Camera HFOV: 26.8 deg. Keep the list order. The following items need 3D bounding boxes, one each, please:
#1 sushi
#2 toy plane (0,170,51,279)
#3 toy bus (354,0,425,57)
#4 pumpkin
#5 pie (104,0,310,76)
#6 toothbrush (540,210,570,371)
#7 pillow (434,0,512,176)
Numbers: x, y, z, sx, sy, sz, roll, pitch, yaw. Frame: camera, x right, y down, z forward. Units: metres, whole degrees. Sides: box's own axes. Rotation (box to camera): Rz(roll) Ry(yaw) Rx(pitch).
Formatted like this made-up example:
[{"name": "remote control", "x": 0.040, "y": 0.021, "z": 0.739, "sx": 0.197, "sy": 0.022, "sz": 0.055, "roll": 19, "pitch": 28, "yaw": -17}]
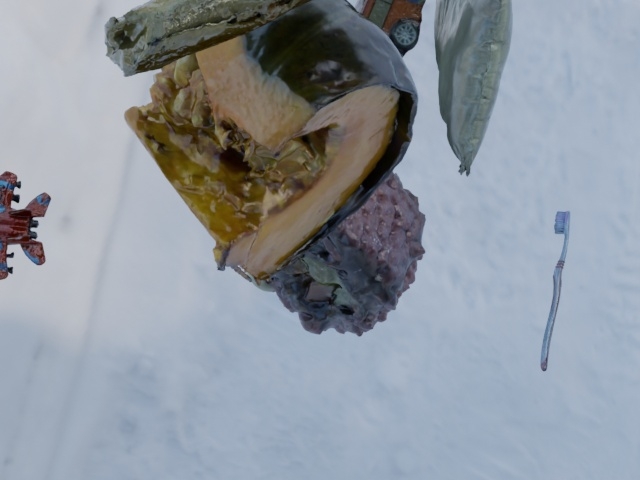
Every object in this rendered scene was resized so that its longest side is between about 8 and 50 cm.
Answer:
[{"name": "sushi", "x": 0.000, "y": 0.000, "z": 1.750, "sx": 0.236, "sy": 0.270, "sz": 0.171, "roll": -15, "pitch": 35, "yaw": 31}, {"name": "toy plane", "x": -0.412, "y": -0.020, "z": 1.559, "sx": 0.189, "sy": 0.061, "sz": 0.130, "roll": 4, "pitch": 81, "yaw": -3}, {"name": "toy bus", "x": 0.120, "y": -0.369, "z": 1.835, "sx": 0.092, "sy": 0.093, "sz": 0.409, "roll": 23, "pitch": 89, "yaw": -13}, {"name": "pumpkin", "x": -0.049, "y": -0.126, "z": 1.388, "sx": 0.225, "sy": 0.256, "sz": 0.303, "roll": 50, "pitch": 122, "yaw": 15}, {"name": "pie", "x": -0.058, "y": -0.218, "z": 1.168, "sx": 0.282, "sy": 0.128, "sz": 0.068, "roll": -25, "pitch": 99, "yaw": -28}, {"name": "toothbrush", "x": 0.262, "y": 0.055, "z": 1.506, "sx": 0.019, "sy": 0.013, "sz": 0.193, "roll": 4, "pitch": 68, "yaw": 19}, {"name": "pillow", "x": 0.119, "y": -0.168, "z": 1.073, "sx": 0.050, "sy": 0.148, "sz": 0.230, "roll": 6, "pitch": 30, "yaw": 0}]
